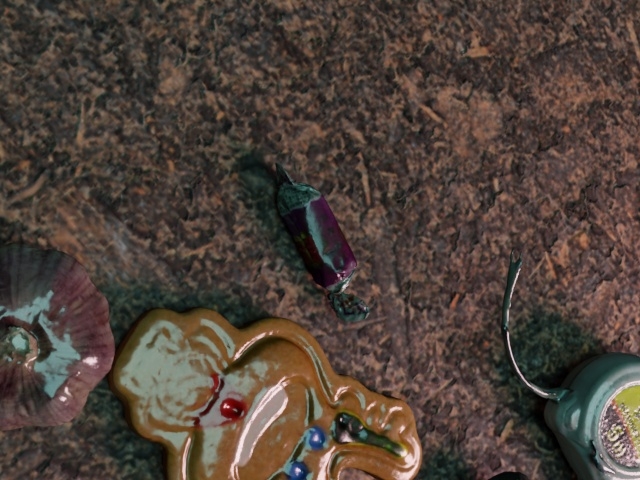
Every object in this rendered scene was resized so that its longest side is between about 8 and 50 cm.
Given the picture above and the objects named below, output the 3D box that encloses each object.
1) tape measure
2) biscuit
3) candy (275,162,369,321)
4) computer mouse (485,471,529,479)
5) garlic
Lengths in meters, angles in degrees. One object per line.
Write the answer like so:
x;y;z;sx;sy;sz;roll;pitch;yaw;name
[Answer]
0.280;0.130;1.112;0.164;0.084;0.330;-34;104;-23;tape measure
-0.049;0.183;0.987;0.334;0.047;0.202;37;76;-19;biscuit
0.000;0.000;1.011;0.043;0.045;0.175;-35;105;-36;candy
0.178;0.301;1.088;0.079;0.047;0.135;26;91;-10;computer mouse
-0.246;0.084;0.869;0.147;0.102;0.159;14;85;-19;garlic
